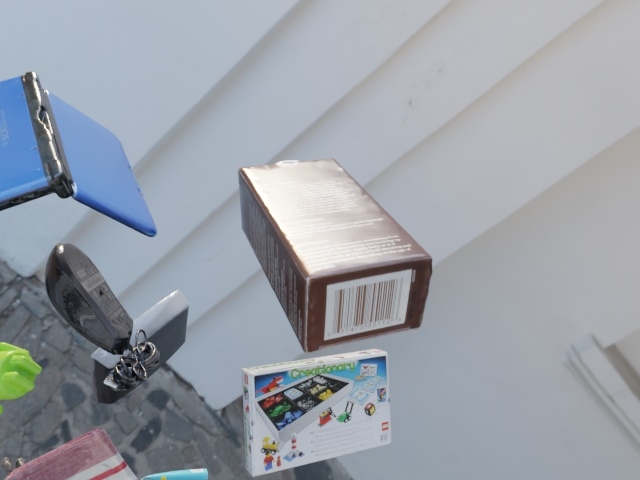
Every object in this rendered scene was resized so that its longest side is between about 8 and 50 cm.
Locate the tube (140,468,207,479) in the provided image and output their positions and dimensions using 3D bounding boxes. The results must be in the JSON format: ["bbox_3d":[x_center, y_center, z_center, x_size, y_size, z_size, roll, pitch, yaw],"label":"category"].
[{"bbox_3d":[-0.478,0.779,1.828,0.207,0.080,0.052,11,55,-25],"label":"tube"}]

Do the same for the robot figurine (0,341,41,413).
[{"bbox_3d":[-0.450,0.189,0.776,0.067,0.115,0.101,60,26,-46],"label":"robot figurine"}]

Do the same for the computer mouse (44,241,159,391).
[{"bbox_3d":[-0.389,0.131,0.945,0.272,0.072,0.188,58,1,-4],"label":"computer mouse"}]

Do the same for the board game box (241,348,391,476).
[{"bbox_3d":[-0.001,0.332,1.102,0.305,0.053,0.193,-2,90,-27],"label":"board game box"}]

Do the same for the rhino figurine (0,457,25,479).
[{"bbox_3d":[-0.794,0.693,1.485,0.106,0.243,0.073,24,30,36],"label":"rhino figurine"}]

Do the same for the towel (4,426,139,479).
[{"bbox_3d":[-0.447,0.551,1.125,0.329,0.237,0.037,60,10,-12],"label":"towel"}]

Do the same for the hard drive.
[{"bbox_3d":[-0.388,0.236,1.226,0.054,0.172,0.255,29,39,17],"label":"hard drive"}]

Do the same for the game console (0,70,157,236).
[{"bbox_3d":[-0.419,-0.102,0.827,0.293,0.250,0.173,55,-19,39],"label":"game console"}]

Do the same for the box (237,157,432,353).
[{"bbox_3d":[0.000,0.000,0.911,0.191,0.143,0.381,-9,34,-18],"label":"box"}]
